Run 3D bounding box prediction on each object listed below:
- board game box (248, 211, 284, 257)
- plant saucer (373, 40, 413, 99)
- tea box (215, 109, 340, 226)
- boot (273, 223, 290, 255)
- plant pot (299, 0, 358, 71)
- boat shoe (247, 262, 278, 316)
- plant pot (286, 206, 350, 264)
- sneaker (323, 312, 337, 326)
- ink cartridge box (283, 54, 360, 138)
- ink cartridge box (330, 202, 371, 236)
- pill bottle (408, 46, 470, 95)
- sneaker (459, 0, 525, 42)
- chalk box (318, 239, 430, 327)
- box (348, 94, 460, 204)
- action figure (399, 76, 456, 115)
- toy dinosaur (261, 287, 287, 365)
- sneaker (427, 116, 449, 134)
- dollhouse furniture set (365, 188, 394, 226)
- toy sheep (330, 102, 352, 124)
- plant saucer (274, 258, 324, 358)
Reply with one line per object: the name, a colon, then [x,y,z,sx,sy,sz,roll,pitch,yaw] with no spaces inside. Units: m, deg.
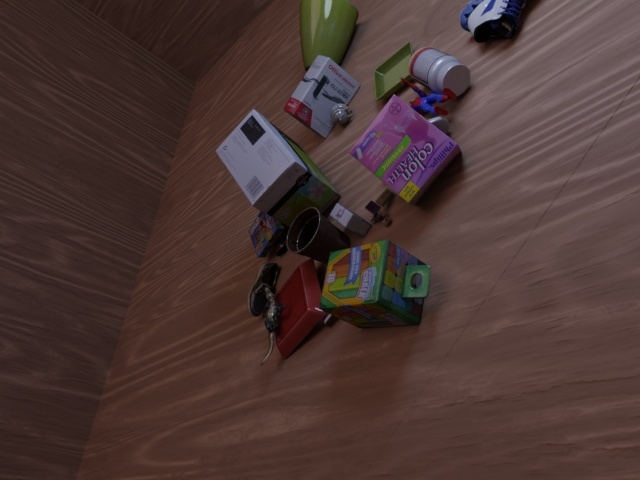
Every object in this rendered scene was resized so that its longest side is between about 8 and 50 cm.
board game box: [-0.218,-0.042,2.006,0.201,0.035,0.136,-51,53,44]
plant saucer: [0.287,-0.629,1.906,0.188,0.045,0.189,-31,42,36]
tea box: [-0.152,-0.246,1.854,0.220,0.323,0.329,-45,55,12]
boot: [-0.124,-0.081,2.026,0.248,0.090,0.207,-46,48,18]
plant pot: [0.016,-0.919,2.326,0.274,0.274,0.294,6,86,55]
boat shoe: [-0.215,0.180,1.923,0.073,0.080,0.224,-24,43,49]
plant pot: [0.000,0.000,1.696,0.167,0.165,0.167,-33,41,34]
sneaker: [0.043,0.209,1.590,0.118,0.042,0.067,-50,38,19]
ink cartridge box: [0.008,-0.603,2.120,0.273,0.196,0.114,-57,35,6]
ink cartridge box: [0.099,-0.069,1.687,0.052,0.088,0.122,-58,33,8]
pill bottle: [0.386,-0.547,1.642,0.121,0.121,0.221,-51,34,14]
sneaker: [0.578,-0.715,1.532,0.315,0.127,0.182,-40,41,39]
chalk box: [0.165,0.121,1.370,0.288,0.179,0.181,-17,53,47]
box: [0.249,-0.263,1.496,0.243,0.117,0.214,43,104,14]
action figure: [0.314,-0.458,1.620,0.092,0.139,0.280,-62,12,7]
toy dinosaur: [-0.162,0.273,1.695,0.118,0.063,0.269,126,151,-56]
sneaker: [0.296,-0.353,1.640,0.255,0.094,0.151,-31,40,35]
dollhouse furniture set: [0.207,-0.099,1.641,0.114,0.091,0.081,-48,-14,-21]
toy sheep: [0.083,-0.515,2.056,0.091,0.091,0.132,-44,18,23]
plant saucer: [-0.091,0.223,1.716,0.258,0.047,0.259,-52,32,30]
